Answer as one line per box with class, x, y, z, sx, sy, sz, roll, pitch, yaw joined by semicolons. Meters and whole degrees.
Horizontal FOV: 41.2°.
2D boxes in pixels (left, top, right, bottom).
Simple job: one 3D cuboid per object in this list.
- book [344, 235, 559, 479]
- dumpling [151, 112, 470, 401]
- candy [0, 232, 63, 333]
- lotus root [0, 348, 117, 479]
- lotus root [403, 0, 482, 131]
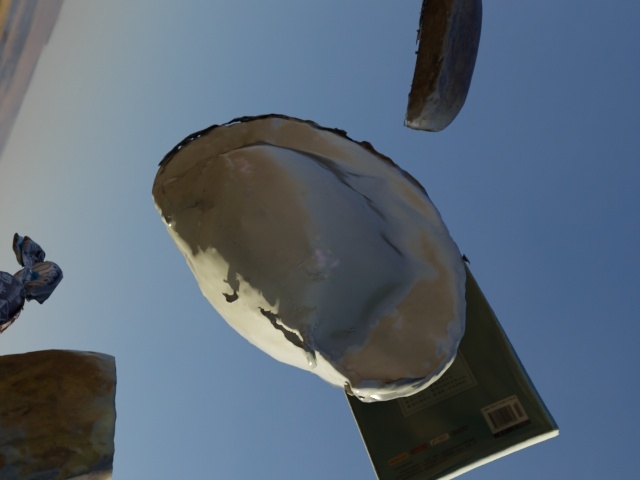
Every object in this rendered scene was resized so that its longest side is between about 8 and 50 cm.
book;0.154;0.178;1.287;0.264;0.031;0.379;-23;-129;1
dumpling;0.000;0.000;0.574;0.172;0.247;0.142;-38;157;-20
candy;-0.362;0.061;0.938;0.051;0.094;0.226;-35;-166;23
lotus root;-0.429;0.265;1.076;0.250;0.346;0.251;-178;-90;-67
lotus root;0.059;-0.092;0.397;0.037;0.030;0.083;-63;160;-76
